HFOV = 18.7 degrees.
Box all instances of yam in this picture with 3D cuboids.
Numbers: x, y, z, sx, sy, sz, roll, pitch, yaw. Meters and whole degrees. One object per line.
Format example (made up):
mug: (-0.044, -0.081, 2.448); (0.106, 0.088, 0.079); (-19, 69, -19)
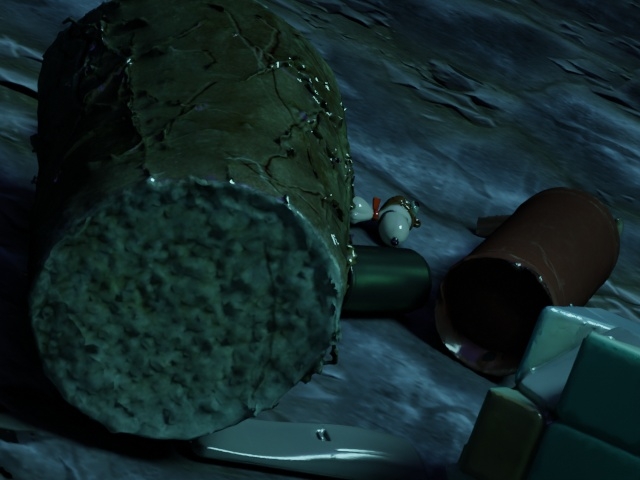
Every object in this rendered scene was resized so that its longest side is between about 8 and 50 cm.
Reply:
yam: (-0.097, -0.027, 1.372); (0.241, 0.241, 0.348); (19, 25, -13)

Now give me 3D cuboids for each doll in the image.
doll: (0.048, -0.024, 1.745); (0.085, 0.040, 0.058); (26, 34, 3)

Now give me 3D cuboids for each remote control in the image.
remote control: (-0.008, 0.142, 1.350); (0.184, 0.027, 0.050); (11, 24, -26)

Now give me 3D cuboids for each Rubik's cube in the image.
Rubik's cube: (0.213, 0.175, 1.288); (0.265, 0.213, 0.224); (23, 6, 24)

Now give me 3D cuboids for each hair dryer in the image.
hair dryer: (0.000, 0.000, 1.638); (0.100, 0.057, 0.197); (3, 26, -44)

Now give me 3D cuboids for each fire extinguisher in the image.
fire extinguisher: (0.180, 0.017, 1.721); (0.147, 0.107, 0.337); (5, 16, 20)
